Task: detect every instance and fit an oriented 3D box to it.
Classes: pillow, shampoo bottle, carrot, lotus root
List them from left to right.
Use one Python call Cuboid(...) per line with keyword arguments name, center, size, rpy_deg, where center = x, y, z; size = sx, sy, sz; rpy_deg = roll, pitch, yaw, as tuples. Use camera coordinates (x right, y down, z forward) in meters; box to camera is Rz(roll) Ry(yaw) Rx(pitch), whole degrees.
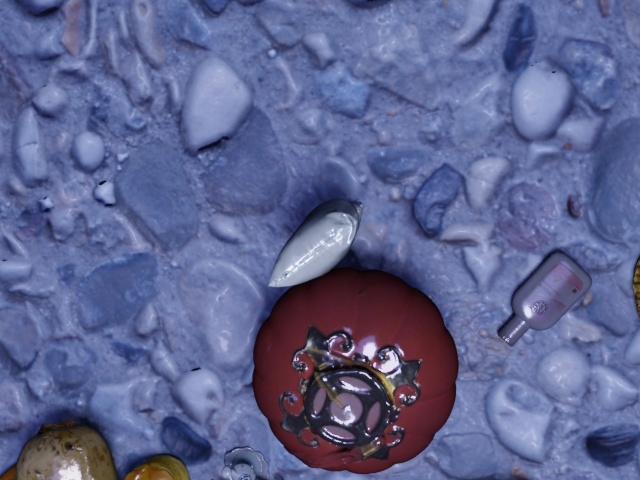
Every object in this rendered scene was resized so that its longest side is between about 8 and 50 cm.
Cuboid(name="carrot", center=(-0.510, 0.391, 1.151), size=(0.093, 0.032, 0.032), rpy_deg=(-34, 90, 10))
Cuboid(name="lotus root", center=(-0.400, 0.431, 1.088), size=(0.160, 0.146, 0.284), rpy_deg=(-12, 84, 30))
Cuboid(name="pillow", center=(-0.001, 0.001, 0.988), size=(0.078, 0.254, 0.144), rpy_deg=(44, 99, -1))
Cuboid(name="shampoo bottle", center=(0.348, 0.099, 1.071), size=(0.080, 0.040, 0.165), rpy_deg=(43, 94, -1))

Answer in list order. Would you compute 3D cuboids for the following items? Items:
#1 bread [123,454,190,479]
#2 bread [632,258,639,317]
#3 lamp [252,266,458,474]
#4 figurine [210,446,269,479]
Cuboid(name="bread", center=(-0.262, 0.480, 1.108), size=(0.102, 0.094, 0.245), rpy_deg=(-4, 93, 10))
Cuboid(name="bread", center=(0.580, 0.085, 1.022), size=(0.199, 0.104, 0.199), rpy_deg=(0, 92, 2))
Cuboid(name="lamp", center=(0.050, 0.188, 0.983), size=(0.303, 0.257, 0.303), rpy_deg=(1, 103, 6))
Cuboid(name="figurine", center=(-0.126, 0.390, 1.095), size=(0.095, 0.086, 0.082), rpy_deg=(26, 93, 2))
